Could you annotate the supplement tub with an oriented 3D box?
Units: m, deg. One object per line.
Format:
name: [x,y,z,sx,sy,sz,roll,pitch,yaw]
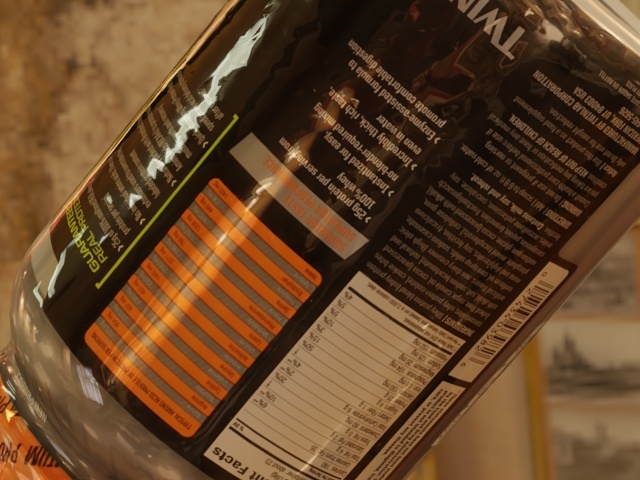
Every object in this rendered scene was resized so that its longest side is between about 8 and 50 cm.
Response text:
supplement tub: [0.000,0.000,0.855,0.316,0.193,0.193,-49,-3,13]
